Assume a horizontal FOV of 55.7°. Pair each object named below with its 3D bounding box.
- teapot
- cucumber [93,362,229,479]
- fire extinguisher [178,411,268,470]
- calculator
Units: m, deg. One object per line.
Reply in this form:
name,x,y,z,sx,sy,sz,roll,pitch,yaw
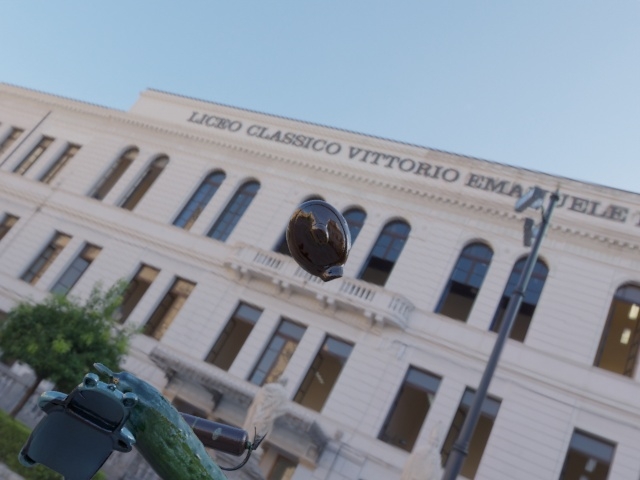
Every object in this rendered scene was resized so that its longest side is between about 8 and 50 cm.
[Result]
teapot,0.000,0.000,0.928,0.078,0.098,0.129,128,-53,-81
cucumber,-0.145,0.218,0.617,0.250,0.056,0.056,53,-28,-2
fire extinguisher,-0.172,0.331,0.997,0.157,0.078,0.045,13,-24,8
calculator,-0.218,0.173,0.549,0.094,0.019,0.141,34,-65,-12
